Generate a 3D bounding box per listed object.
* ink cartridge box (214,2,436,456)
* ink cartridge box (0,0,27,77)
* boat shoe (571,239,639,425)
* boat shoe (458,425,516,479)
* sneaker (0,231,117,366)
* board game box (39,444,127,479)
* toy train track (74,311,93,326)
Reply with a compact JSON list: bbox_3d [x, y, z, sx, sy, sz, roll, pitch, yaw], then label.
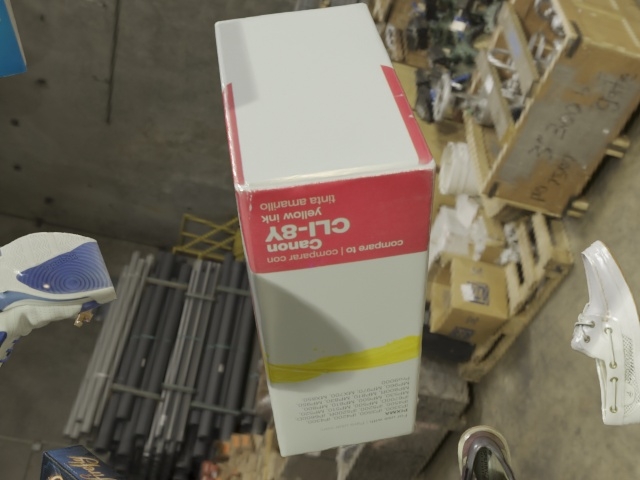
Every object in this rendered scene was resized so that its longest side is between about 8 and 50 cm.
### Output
[{"bbox_3d":[0.000,0.000,0.775,0.279,0.160,0.385,-104,7,-46],"label":"ink cartridge box"},{"bbox_3d":[-0.312,-0.164,0.479,0.086,0.203,0.148,99,150,-54],"label":"ink cartridge box"},{"bbox_3d":[0.413,0.141,1.084,0.098,0.096,0.277,-23,-83,-78],"label":"boat shoe"},{"bbox_3d":[0.257,0.421,1.092,0.092,0.102,0.285,9,-108,-74],"label":"boat shoe"},{"bbox_3d":[-0.475,0.103,1.130,0.182,0.315,0.127,105,146,-53],"label":"sneaker"},{"bbox_3d":[-0.170,0.297,0.626,0.243,0.042,0.165,14,98,43],"label":"board game box"},{"bbox_3d":[-0.380,0.105,1.231,0.083,0.014,0.048,-65,-29,-14],"label":"toy train track"}]
